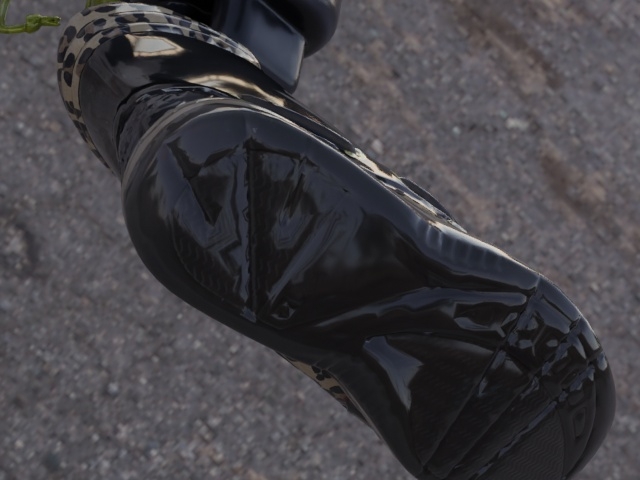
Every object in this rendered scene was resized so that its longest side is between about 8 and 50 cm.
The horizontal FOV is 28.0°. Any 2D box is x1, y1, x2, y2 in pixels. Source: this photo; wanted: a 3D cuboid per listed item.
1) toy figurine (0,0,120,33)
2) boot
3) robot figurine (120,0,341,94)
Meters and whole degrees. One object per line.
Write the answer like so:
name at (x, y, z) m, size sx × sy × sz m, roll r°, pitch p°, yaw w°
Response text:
toy figurine at (-0.183, -0.369, 1.223) m, size 0.191 × 0.217 × 0.363 m, roll 16°, pitch 66°, yaw -13°
boot at (0.000, 0.000, 0.800) m, size 0.377 × 0.138 × 0.284 m, roll 33°, pitch 8°, yaw -34°
robot figurine at (-0.059, -0.250, 1.042) m, size 0.209 × 0.173 × 0.278 m, roll 8°, pitch 71°, yaw -5°
